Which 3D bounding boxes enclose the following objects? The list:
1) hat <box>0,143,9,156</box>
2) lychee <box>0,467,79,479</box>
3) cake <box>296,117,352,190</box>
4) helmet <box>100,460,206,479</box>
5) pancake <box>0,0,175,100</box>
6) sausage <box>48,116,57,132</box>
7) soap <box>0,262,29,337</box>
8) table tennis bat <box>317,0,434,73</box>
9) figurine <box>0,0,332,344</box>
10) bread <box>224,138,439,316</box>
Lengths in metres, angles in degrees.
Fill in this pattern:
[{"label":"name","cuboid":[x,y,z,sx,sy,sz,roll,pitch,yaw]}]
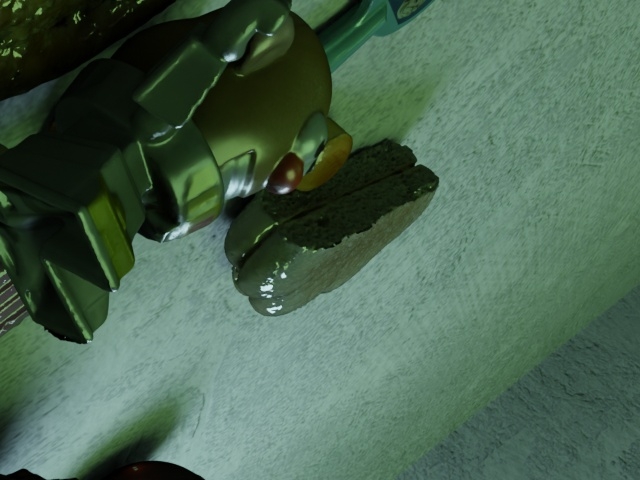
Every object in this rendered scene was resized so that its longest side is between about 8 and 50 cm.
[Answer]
[{"label":"hat","cuboid":[-0.268,-0.044,1.262,0.076,0.059,0.077,-55,172,-17]},{"label":"lychee","cuboid":[-0.337,0.448,1.728,0.500,0.425,0.424,6,150,-6]},{"label":"cake","cuboid":[-0.004,-0.091,1.767,0.084,0.044,0.084,-40,162,-16]},{"label":"helmet","cuboid":[-0.225,0.387,2.168,0.216,0.193,0.189,-41,165,-48]},{"label":"pancake","cuboid":[-0.151,-0.216,1.098,0.356,0.065,0.356,-35,164,-12]},{"label":"sausage","cuboid":[-0.147,-0.120,1.360,0.183,0.054,0.062,-32,132,-25]},{"label":"soap","cuboid":[-0.253,0.008,1.405,0.203,0.065,0.122,-38,163,-15]},{"label":"table tennis bat","cuboid":[0.066,-0.234,1.596,0.237,0.038,0.149,-42,164,-14]},{"label":"figurine","cuboid":[-0.109,-0.074,1.232,0.285,0.167,0.342,-43,-163,-29]},{"label":"bread","cuboid":[-0.002,-0.005,1.891,0.337,0.102,0.183,-24,159,-52]}]
